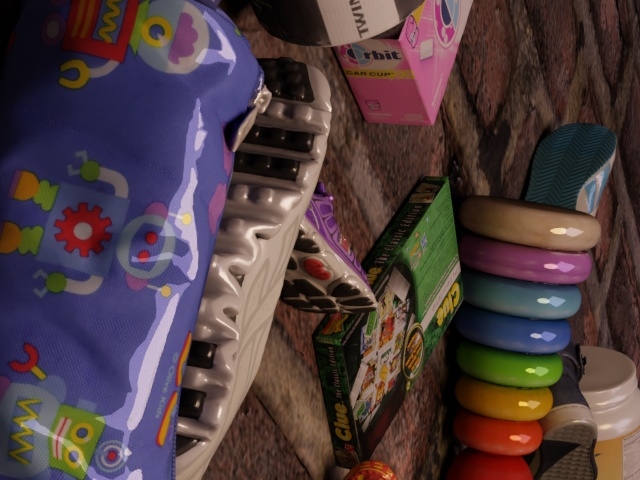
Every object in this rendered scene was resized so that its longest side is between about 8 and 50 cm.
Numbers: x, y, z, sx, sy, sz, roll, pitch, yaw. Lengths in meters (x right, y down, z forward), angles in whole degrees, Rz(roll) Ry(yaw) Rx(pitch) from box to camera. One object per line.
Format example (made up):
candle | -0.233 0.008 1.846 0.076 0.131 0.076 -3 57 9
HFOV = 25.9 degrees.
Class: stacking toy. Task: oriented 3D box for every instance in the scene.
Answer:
stacking toy | 0.181 0.127 1.376 0.141 0.141 0.330 -5 105 -66

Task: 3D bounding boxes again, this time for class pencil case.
pencil case | -0.110 0.019 0.678 0.119 0.133 0.306 116 -15 -78

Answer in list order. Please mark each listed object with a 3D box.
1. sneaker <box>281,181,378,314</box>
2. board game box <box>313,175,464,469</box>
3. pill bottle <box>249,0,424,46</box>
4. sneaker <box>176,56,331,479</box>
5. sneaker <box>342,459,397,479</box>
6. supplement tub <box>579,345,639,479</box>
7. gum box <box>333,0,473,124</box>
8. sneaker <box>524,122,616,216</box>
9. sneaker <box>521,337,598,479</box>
sneaker | 0.000 0.000 1.001 0.170 0.068 0.071 59 37 -52
board game box | 0.065 0.065 1.201 0.259 0.030 0.136 -52 138 -50
pill bottle | -0.014 -0.248 0.841 0.245 0.130 0.130 68 35 -44
sneaker | -0.067 0.018 0.829 0.118 0.110 0.292 81 26 -60
sneaker | 0.044 0.238 1.161 0.067 0.064 0.175 -71 163 -47
supplement tub | 0.311 0.239 1.644 0.144 0.144 0.199 -42 131 -57
gum box | 0.075 -0.200 1.130 0.107 0.062 0.188 62 40 -51
sneaker | 0.281 -0.043 1.612 0.228 0.087 0.092 -60 154 -31
sneaker | 0.245 0.184 1.528 0.226 0.086 0.163 90 -11 -54
